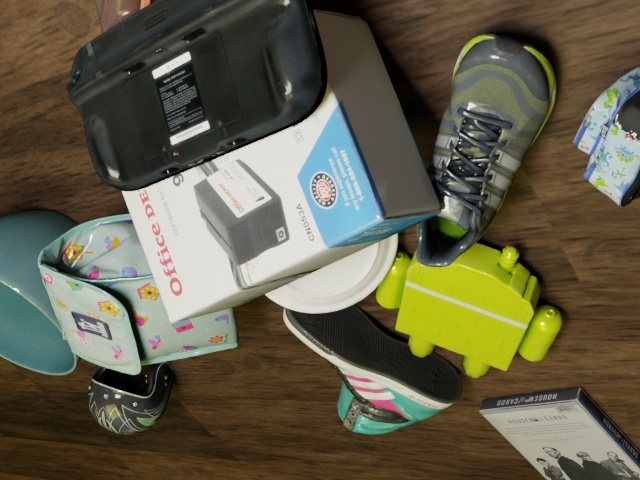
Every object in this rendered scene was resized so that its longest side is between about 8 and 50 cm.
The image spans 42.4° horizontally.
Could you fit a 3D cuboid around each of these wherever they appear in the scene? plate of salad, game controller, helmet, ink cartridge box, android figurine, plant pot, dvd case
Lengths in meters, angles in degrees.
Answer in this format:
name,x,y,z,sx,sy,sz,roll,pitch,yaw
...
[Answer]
name,x,y,z,sx,sy,sz,roll,pitch,yaw
plate of salad,0.000,0.000,1.056,0.199,0.048,0.200,-4,112,-9
game controller,-0.133,-0.159,0.818,0.319,0.067,0.167,-17,96,36
helmet,-0.384,0.309,1.657,0.169,0.162,0.169,18,143,14
ink cartridge box,-0.061,-0.069,0.884,0.307,0.129,0.223,-26,82,35
android figurine,0.193,0.085,1.098,0.248,0.056,0.273,19,144,13
plant pot,-0.487,0.061,1.396,0.290,0.195,0.290,18,143,14
dvd case,0.385,0.315,1.272,0.179,0.030,0.239,-20,122,46

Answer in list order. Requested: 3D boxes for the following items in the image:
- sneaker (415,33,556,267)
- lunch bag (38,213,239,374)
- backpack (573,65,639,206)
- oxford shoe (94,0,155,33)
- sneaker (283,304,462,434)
name,x,y,z,sx,sy,sz,roll,pitch,yaw
sneaker,0.163,-0.079,0.861,0.111,0.121,0.300,19,143,12
lunch bag,-0.266,0.078,1.224,0.262,0.160,0.223,-11,139,-9
backpack,0.292,-0.099,0.774,0.084,0.105,0.114,40,150,24
oxford shoe,-0.207,-0.270,0.906,0.098,0.097,0.271,33,134,1
sneaker,0.051,0.202,1.285,0.295,0.124,0.178,31,135,-5
